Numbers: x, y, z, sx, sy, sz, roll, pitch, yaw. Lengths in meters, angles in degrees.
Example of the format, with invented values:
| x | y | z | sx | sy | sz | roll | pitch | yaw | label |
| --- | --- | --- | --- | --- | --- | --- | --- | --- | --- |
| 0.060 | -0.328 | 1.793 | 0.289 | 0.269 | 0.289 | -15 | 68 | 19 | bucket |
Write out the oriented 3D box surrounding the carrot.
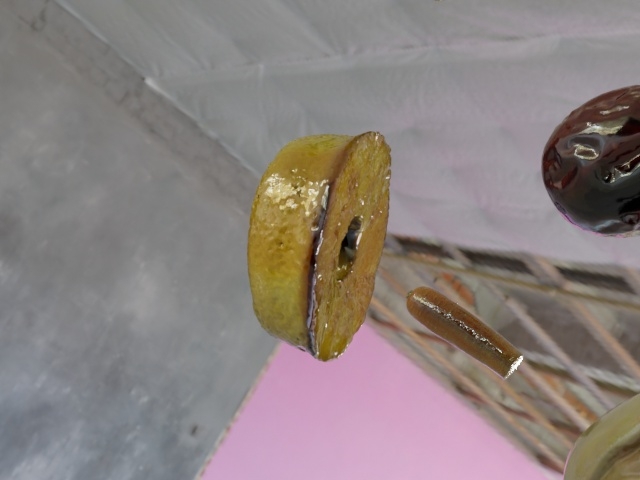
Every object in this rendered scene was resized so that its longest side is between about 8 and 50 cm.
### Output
| x | y | z | sx | sy | sz | roll | pitch | yaw | label |
| --- | --- | --- | --- | --- | --- | --- | --- | --- | --- |
| 0.238 | 0.149 | 1.552 | 0.225 | 0.067 | 0.067 | 35 | -13 | 21 | carrot |

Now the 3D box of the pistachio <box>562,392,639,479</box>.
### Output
| x | y | z | sx | sy | sz | roll | pitch | yaw | label |
| --- | --- | --- | --- | --- | --- | --- | --- | --- | --- |
| 0.330 | 0.242 | 0.883 | 0.181 | 0.162 | 0.293 | -3 | -40 | -11 | pistachio |

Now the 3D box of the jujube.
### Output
| x | y | z | sx | sy | sz | roll | pitch | yaw | label |
| --- | --- | --- | --- | --- | --- | --- | --- | --- | --- |
| 0.362 | -0.093 | 1.008 | 0.168 | 0.168 | 0.236 | 39 | -33 | -27 | jujube |

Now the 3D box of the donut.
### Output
| x | y | z | sx | sy | sz | roll | pitch | yaw | label |
| --- | --- | --- | --- | --- | --- | --- | --- | --- | --- |
| 0.000 | 0.000 | 0.591 | 0.058 | 0.152 | 0.152 | 11 | -22 | 21 | donut |
